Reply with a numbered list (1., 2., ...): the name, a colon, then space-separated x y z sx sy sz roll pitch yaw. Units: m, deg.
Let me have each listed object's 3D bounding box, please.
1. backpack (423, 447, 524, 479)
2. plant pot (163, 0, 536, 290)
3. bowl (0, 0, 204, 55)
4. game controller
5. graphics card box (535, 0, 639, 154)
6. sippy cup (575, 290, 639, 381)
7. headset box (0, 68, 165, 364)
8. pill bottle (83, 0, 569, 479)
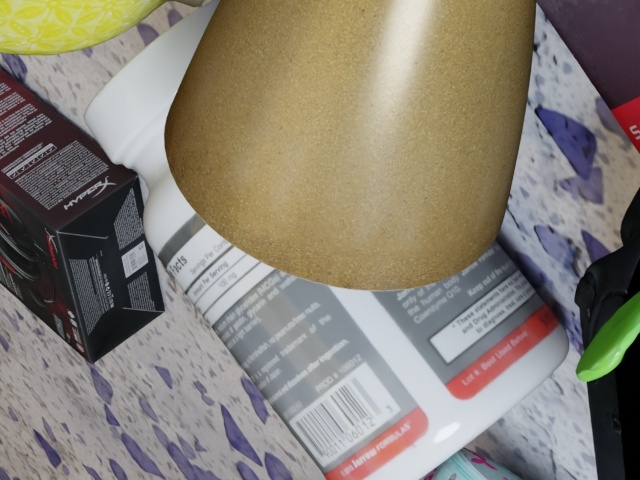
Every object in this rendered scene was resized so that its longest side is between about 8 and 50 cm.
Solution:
1. backpack: 0.118 0.280 1.516 0.225 0.191 0.253 40 -171 28
2. plant pot: 0.040 -0.138 1.184 0.237 0.237 0.254 43 139 23
3. bowl: -0.138 -0.249 1.347 0.156 0.289 0.289 20 159 -15
4. game controller: 0.218 0.095 1.189 0.067 0.166 0.319 20 144 28
5. graphics card box: 0.291 -0.038 0.994 0.371 0.094 0.233 55 154 -4
6. sippy cup: 0.261 0.165 0.933 0.305 0.224 0.240 32 149 35
7. headset box: -0.309 -0.040 2.006 0.293 0.110 0.218 38 151 31
8. pill bottle: 0.000 0.000 1.408 0.363 0.210 0.210 53 155 4
